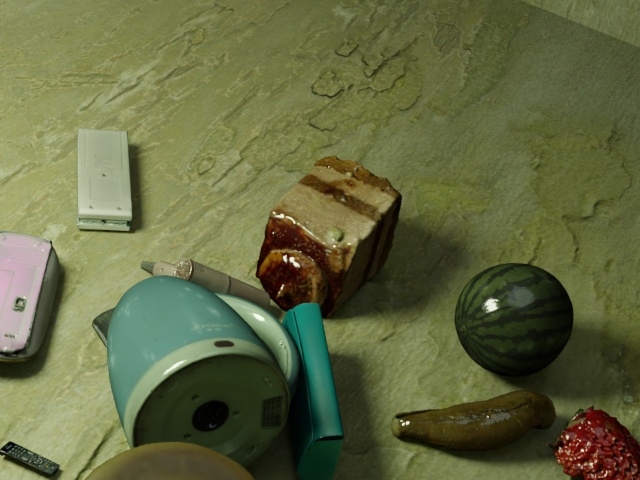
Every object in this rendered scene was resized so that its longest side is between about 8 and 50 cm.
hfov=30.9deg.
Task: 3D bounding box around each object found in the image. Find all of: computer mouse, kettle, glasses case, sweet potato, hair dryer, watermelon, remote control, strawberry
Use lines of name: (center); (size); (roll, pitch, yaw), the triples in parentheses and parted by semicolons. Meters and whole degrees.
computer mouse: (-0.534, 0.099, 1.964); (0.158, 0.072, 0.310); (9, 38, -8)
kettle: (-0.188, 0.183, 1.846); (0.319, 0.247, 0.342); (1, 28, -26)
glasses case: (-0.021, 0.243, 1.902); (0.070, 0.117, 0.301); (4, 38, -11)
sweet potato: (0.262, 0.308, 1.946); (0.285, 0.085, 0.112); (-9, 8, -11)
hair dryer: (-0.228, 0.078, 2.093); (0.195, 0.054, 0.220); (26, -13, -41)
watermelon: (0.342, 0.141, 2.066); (0.212, 0.212, 0.212); (8, 38, -7)
remote control: (-0.438, 0.331, 1.747); (0.091, 0.016, 0.034); (22, 23, 11)
remote control: (-0.428, -0.121, 2.289); (0.103, 0.055, 0.277); (2, 40, -14)
strawberry: (0.497, 0.354, 1.941); (0.208, 0.087, 0.167); (30, 39, 18)

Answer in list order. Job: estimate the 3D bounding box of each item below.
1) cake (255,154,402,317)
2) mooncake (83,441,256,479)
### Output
cake: (0.000, 0.000, 2.154); (0.196, 0.199, 0.293); (30, 42, 17)
mooncake: (-0.210, 0.425, 1.583); (0.284, 0.155, 0.284); (8, 44, -8)
